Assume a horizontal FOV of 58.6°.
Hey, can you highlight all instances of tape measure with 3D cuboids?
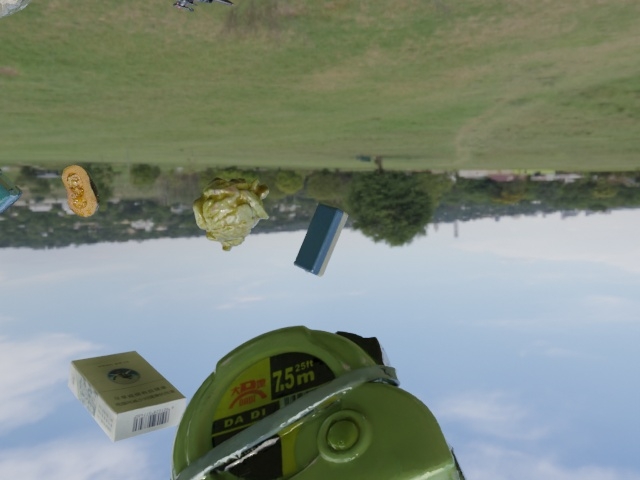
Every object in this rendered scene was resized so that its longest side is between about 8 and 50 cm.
[{"bbox_3d":[-0.015,0.127,0.350,0.177,0.087,0.154,-22,-140,3],"label":"tape measure"}]

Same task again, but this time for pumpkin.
[{"bbox_3d":[-0.367,-0.079,0.885,0.050,0.083,0.028,-4,-160,13],"label":"pumpkin"}]

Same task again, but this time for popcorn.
[{"bbox_3d":[-0.225,-0.085,1.463,0.185,0.167,0.187,-23,-154,48],"label":"popcorn"}]

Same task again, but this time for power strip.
[{"bbox_3d":[0.000,0.000,0.987,0.032,0.123,0.056,26,176,-42],"label":"power strip"}]

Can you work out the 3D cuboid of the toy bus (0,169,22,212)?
[{"bbox_3d":[-0.711,-0.140,1.085,0.128,0.256,0.147,-42,-156,-8],"label":"toy bus"}]

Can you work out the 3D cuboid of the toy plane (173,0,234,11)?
[{"bbox_3d":[-0.325,-0.656,1.517,0.189,0.130,0.061,20,-135,-7],"label":"toy plane"}]

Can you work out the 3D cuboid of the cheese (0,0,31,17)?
[{"bbox_3d":[-0.691,-0.581,1.062,0.332,0.292,0.153,17,-161,-23],"label":"cheese"}]

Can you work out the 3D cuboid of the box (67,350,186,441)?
[{"bbox_3d":[-0.439,0.342,1.286,0.164,0.069,0.256,-1,-163,-44],"label":"box"}]
